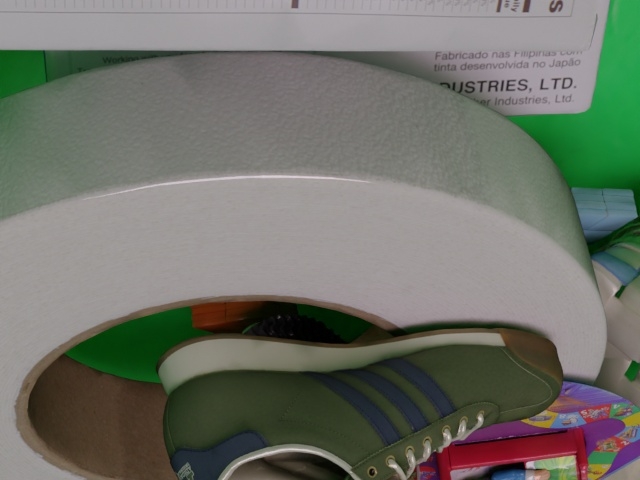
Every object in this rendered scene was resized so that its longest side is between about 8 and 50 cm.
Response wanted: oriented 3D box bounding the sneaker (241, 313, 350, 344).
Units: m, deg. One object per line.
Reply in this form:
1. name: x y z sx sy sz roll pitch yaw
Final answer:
1. sneaker: -0.002 0.093 0.869 0.161 0.057 0.075 14 142 -43

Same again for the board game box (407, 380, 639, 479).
1. board game box: 0.100 0.133 0.723 0.133 0.033 0.169 21 137 -29

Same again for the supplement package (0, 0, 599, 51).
1. supplement package: -0.027 -0.153 0.459 0.244 0.134 0.139 -1 127 -10

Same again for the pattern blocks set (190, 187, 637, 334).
1. pattern blocks set: 0.000 0.000 0.751 0.325 0.026 0.285 7 155 -36

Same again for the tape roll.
1. tape roll: -0.050 0.058 0.682 0.392 0.072 0.392 -6 146 -4

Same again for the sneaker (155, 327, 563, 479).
1. sneaker: 0.023 0.091 0.605 0.192 0.086 0.064 1 145 -13

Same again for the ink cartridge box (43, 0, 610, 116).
1. ink cartridge box: 0.003 -0.249 0.569 0.270 0.151 0.395 -4 129 -8

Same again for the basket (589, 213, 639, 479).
1. basket: 0.259 0.090 0.858 0.289 0.201 0.254 -22 139 -45
